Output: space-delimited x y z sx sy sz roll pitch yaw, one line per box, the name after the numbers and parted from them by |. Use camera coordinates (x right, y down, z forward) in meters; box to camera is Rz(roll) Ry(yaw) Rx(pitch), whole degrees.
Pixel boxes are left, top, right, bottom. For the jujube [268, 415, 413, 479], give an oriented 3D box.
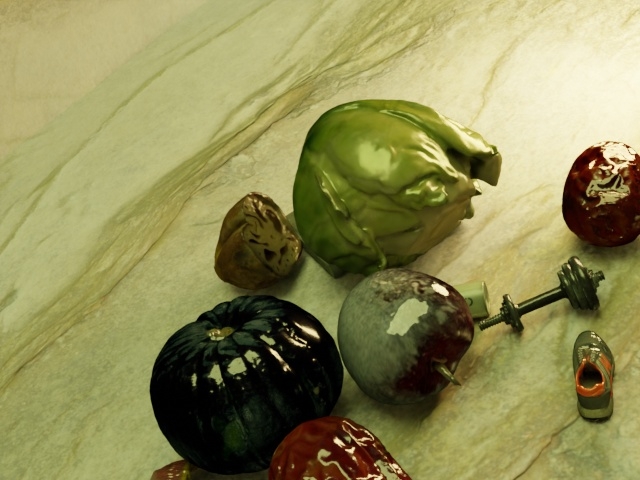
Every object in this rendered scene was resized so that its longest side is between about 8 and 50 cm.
0.066 0.433 1.626 0.216 0.216 0.342 -38 54 -19 | jujube

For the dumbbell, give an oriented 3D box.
0.420 0.115 1.902 0.254 0.110 0.110 -23 37 8 | dumbbell

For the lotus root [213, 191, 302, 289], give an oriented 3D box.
-0.168 0.015 2.241 0.180 0.199 0.188 -27 10 32 | lotus root

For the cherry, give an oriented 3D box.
0.156 0.178 1.853 0.255 0.218 0.296 -55 43 2 | cherry

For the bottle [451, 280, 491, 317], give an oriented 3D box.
0.235 0.131 1.996 0.201 0.072 0.072 -11 39 16 | bottle

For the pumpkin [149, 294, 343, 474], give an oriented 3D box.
-0.136 0.261 1.848 0.363 0.266 0.363 -20 20 8 | pumpkin

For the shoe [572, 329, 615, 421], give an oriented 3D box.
0.478 0.222 1.757 0.074 0.077 0.194 -9 40 18 | shoe

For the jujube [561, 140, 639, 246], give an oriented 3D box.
0.581 -0.089 2.013 0.183 0.183 0.243 -6 31 20 | jujube

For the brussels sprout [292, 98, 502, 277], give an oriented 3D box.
0.132 -0.141 2.116 0.425 0.342 0.361 -33 70 -30 | brussels sprout

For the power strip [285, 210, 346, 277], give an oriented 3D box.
0.001 0.000 2.290 0.078 0.052 0.272 -32 39 -12 | power strip

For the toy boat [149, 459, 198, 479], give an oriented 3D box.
-0.276 0.505 1.795 0.141 0.099 0.318 -50 20 38 | toy boat
